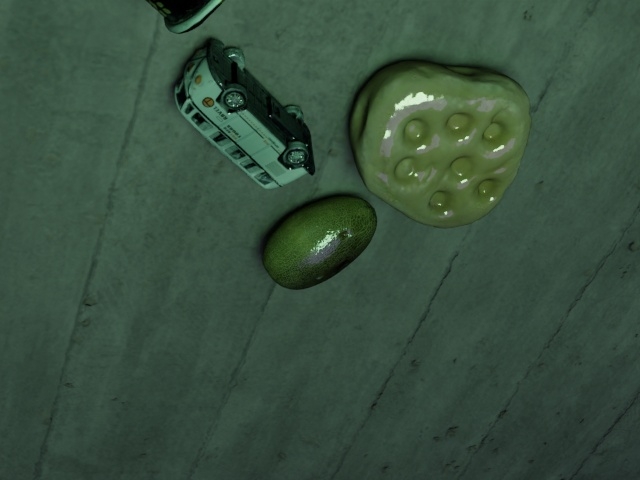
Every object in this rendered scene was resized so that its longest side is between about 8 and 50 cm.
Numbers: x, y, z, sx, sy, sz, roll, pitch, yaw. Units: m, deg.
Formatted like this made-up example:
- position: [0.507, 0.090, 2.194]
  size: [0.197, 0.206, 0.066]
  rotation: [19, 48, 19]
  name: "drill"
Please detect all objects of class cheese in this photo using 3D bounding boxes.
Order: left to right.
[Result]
- position: [0.148, -0.125, 1.162]
  size: [0.218, 0.117, 0.235]
  rotation: [-27, 131, 6]
  name: "cheese"

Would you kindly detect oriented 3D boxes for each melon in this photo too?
- position: [0.000, 0.000, 1.240]
  size: [0.162, 0.099, 0.099]
  rotation: [-34, 131, 7]
  name: "melon"

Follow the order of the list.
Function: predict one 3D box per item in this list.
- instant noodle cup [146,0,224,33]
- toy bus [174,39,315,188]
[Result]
- position: [-0.158, -0.333, 0.842]
  size: [0.236, 0.215, 0.215]
  rotation: [33, 115, -29]
  name: "instant noodle cup"
- position: [-0.088, -0.140, 1.101]
  size: [0.089, 0.087, 0.194]
  rotation: [-29, 134, 22]
  name: "toy bus"
